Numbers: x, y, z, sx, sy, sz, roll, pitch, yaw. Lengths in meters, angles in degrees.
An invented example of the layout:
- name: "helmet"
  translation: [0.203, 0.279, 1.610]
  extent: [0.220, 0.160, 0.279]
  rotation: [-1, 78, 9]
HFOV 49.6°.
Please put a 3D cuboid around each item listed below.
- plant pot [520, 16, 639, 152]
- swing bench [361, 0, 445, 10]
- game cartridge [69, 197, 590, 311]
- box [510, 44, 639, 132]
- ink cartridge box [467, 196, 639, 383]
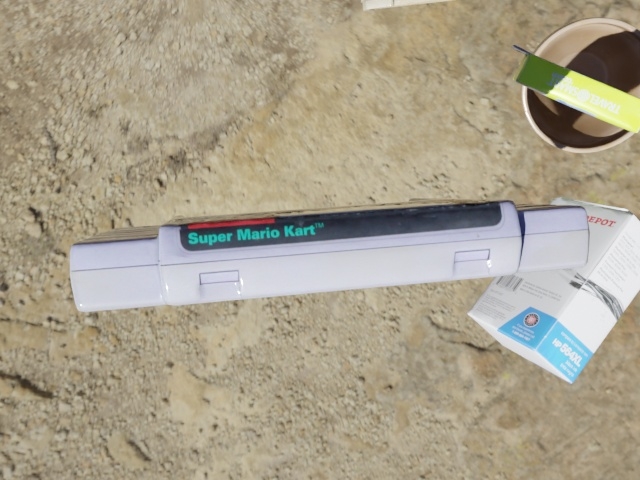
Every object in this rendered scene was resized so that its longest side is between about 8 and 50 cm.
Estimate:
- name: "plant pot"
  translation: [0.484, -0.289, 1.273]
  extent: [0.237, 0.110, 0.237]
  rotation: [2, 111, 6]
- name: "swing bench"
  translation: [0.190, -0.606, 1.391]
  extent: [0.254, 0.165, 0.253]
  rotation: [-3, 106, 13]
- name: "game cartridge"
  translation: [0.000, 0.000, 0.562]
  extent: [0.355, 0.230, 0.068]
  rotation: [-5, 90, -10]
- name: "box"
  translation: [0.316, -0.193, 0.877]
  extent: [0.178, 0.109, 0.042]
  rotation: [25, 108, 6]
- name: "ink cartridge box"
  translation: [0.308, 0.055, 0.880]
  extent: [0.086, 0.148, 0.203]
  rotation: [40, 86, -23]
